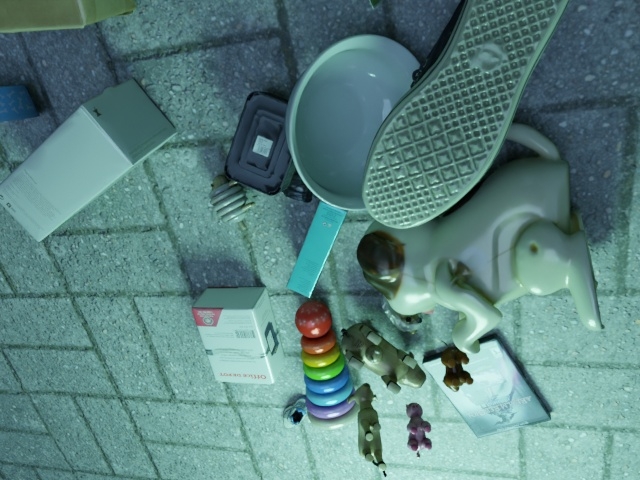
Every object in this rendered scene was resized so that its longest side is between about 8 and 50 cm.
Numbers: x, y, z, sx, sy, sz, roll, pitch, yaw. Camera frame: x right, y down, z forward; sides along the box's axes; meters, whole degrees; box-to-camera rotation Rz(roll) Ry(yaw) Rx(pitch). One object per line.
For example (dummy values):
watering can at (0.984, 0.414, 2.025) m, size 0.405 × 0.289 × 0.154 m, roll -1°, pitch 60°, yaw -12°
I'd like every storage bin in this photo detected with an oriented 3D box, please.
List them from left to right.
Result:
storage bin at (-0.102, -0.192, 1.107) m, size 0.122 × 0.084 × 0.180 m, roll 22°, pitch 104°, yaw 3°

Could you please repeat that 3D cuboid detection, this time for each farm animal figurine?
farm animal figurine at (0.159, 0.313, 1.284) m, size 0.330 × 0.172 × 0.327 m, roll -39°, pitch 94°, yaw -3°

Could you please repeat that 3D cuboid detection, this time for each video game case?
video game case at (0.401, 0.359, 1.354) m, size 0.196 × 0.026 × 0.274 m, roll -27°, pitch 108°, yaw 30°

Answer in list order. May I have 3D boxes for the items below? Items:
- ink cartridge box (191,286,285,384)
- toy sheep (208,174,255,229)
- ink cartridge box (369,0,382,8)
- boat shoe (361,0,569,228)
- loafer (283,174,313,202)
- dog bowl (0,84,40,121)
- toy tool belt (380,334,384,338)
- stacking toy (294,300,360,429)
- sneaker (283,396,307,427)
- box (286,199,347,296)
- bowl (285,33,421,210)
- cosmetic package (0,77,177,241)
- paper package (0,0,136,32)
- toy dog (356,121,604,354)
ink cartridge box at (-0.204, 0.242, 1.428) m, size 0.171 × 0.100 × 0.237 m, roll -2°, pitch 119°, yaw 19°
toy sheep at (-0.198, -0.084, 1.237) m, size 0.091 × 0.091 × 0.132 m, roll -27°, pitch 91°, yaw 29°
ink cartridge box at (0.030, -0.478, 0.870) m, size 0.056 × 0.171 × 0.235 m, roll -14°, pitch 115°, yaw 25°
boat shoe at (0.233, -0.239, 0.915) m, size 0.186 × 0.156 × 0.500 m, roll 29°, pitch 111°, yaw 5°
loafer at (-0.092, -0.135, 1.195) m, size 0.170 × 0.062 × 0.061 m, roll 18°, pitch 102°, yaw 3°
dog bowl at (-0.777, -0.301, 1.248) m, size 0.297 × 0.166 × 0.074 m, roll 2°, pitch 109°, yaw 17°
toy tool belt at (0.109, 0.237, 1.364) m, size 0.083 × 0.052 × 0.051 m, roll 29°, pitch 94°, yaw -4°
stacking toy at (0.005, 0.301, 1.385) m, size 0.141 × 0.141 × 0.330 m, roll -4°, pitch 116°, yaw 20°
sneaker at (-0.074, 0.492, 1.566) m, size 0.052 × 0.058 × 0.135 m, roll 30°, pitch 125°, yaw -2°
box at (0.000, 0.000, 1.215) m, size 0.060 × 0.100 × 0.244 m, roll 24°, pitch 125°, yaw 2°
bowl at (0.051, -0.213, 1.013) m, size 0.297 × 0.134 × 0.298 m, roll -9°, pitch 110°, yaw -25°
cosmetic package at (-0.515, -0.172, 1.218) m, size 0.365 × 0.197 × 0.155 m, roll -27°, pitch 109°, yaw 31°
paper package at (-0.532, -0.557, 1.004) m, size 0.309 × 0.168 × 0.325 m, roll 5°, pitch 122°, yaw 17°
toy dog at (0.269, 0.017, 1.038) m, size 0.407 × 0.284 × 0.396 m, roll -14°, pitch 107°, yaw 25°
